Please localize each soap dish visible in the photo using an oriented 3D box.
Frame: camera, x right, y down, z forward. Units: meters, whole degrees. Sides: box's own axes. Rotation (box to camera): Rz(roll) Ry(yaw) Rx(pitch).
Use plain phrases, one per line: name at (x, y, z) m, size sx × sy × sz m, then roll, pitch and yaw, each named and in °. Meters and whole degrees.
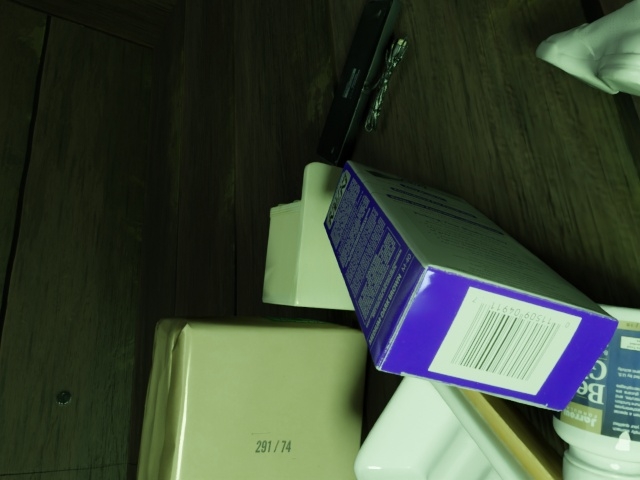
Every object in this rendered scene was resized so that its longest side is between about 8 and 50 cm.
soap dish at (0.174, 0.294, 0.558) m, size 0.291 × 0.118 × 0.228 m, roll 52°, pitch 125°, yaw 49°

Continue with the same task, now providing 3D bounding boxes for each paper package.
paper package at (-0.104, 0.277, 0.802) m, size 0.168 × 0.325 × 0.309 m, roll -2°, pitch 81°, yaw 58°

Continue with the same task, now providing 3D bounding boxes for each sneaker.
sneaker at (0.297, -0.201, 0.498) m, size 0.212 × 0.080 × 0.094 m, roll -101°, pitch 33°, yaw -66°

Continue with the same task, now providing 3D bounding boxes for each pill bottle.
pill bottle at (0.271, 0.145, 0.468) m, size 0.094 × 0.094 × 0.169 m, roll 0°, pitch 82°, yaw 57°

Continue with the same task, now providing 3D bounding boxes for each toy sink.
toy sink at (0.000, 0.000, 0.874) m, size 0.131 × 0.153 × 0.234 m, roll -5°, pitch 78°, yaw 57°

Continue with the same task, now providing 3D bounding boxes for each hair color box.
hair color box at (0.123, 0.022, 0.555) m, size 0.339 × 0.185 × 0.110 m, roll -105°, pitch 34°, yaw -65°

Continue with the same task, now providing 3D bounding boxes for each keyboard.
keyboard at (0.082, -0.284, 0.933) m, size 0.201 × 0.033 × 0.317 m, roll 47°, pitch 122°, yaw 59°
